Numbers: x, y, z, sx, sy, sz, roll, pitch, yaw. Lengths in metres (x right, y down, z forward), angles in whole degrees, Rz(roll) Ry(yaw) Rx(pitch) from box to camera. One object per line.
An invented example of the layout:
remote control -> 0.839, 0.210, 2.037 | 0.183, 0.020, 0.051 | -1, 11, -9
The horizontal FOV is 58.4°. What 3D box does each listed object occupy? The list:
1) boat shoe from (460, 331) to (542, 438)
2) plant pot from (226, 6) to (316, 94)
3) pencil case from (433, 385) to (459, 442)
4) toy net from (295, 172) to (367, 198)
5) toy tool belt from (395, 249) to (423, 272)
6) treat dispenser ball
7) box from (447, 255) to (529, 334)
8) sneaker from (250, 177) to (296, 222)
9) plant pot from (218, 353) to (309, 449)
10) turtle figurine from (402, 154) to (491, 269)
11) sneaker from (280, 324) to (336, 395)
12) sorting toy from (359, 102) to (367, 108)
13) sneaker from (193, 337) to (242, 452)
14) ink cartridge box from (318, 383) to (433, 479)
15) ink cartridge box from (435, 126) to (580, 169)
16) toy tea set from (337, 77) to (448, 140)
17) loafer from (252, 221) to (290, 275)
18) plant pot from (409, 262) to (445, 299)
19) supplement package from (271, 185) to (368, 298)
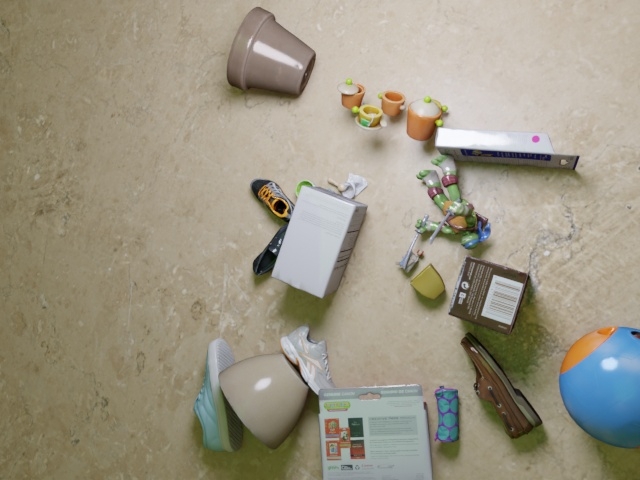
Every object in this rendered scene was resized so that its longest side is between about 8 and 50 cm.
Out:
boat shoe -> 0.473, 0.403, 1.584 | 0.104, 0.110, 0.307 | -39, 74, 12
plant pot -> -0.144, -0.581, 1.847 | 0.229, 0.263, 0.263 | 23, 94, 2
pencil case -> 0.361, 0.499, 1.642 | 0.070, 0.064, 0.152 | -1, 84, 4
toy net -> 0.037, -0.148, 1.827 | 0.232, 0.045, 0.122 | -11, 82, 19
toy tool belt -> 0.267, 0.052, 1.722 | 0.051, 0.052, 0.083 | 37, 98, 11
treat dispenser ball -> 0.736, 0.355, 1.395 | 0.288, 0.288, 0.289 | -2, 85, 20
box -> 0.462, 0.147, 1.560 | 0.166, 0.203, 0.169 | 17, 91, 21
sneaker -> -0.154, -0.137, 1.878 | 0.215, 0.083, 0.084 | 39, 100, 20
plant pot -> -0.147, 0.457, 1.741 | 0.191, 0.284, 0.284 | -38, 73, -4
turtle figurine -> 0.331, -0.092, 1.626 | 0.274, 0.198, 0.267 | -16, 72, 5
sneaker -> -0.009, 0.378, 1.777 | 0.121, 0.099, 0.262 | -40, 78, 2
sorting toy -> 0.142, -0.404, 1.793 | 0.044, 0.075, 0.083 | -37, 75, 14
sneaker -> -0.358, 0.509, 1.872 | 0.150, 0.135, 0.366 | -9, 82, 16
ink cartridge box -> 0.159, 0.550, 1.656 | 0.309, 0.130, 0.272 | -5, 84, 10
ink cartridge box -> 0.516, -0.253, 1.588 | 0.370, 0.175, 0.069 | 10, 88, 21
toy tea set -> 0.209, -0.404, 1.662 | 0.335, 0.200, 0.124 | 11, 133, 3
loafer -> -0.136, 0.029, 1.850 | 0.076, 0.078, 0.223 | 40, 104, -17
plant pot -> 0.322, 0.126, 1.683 | 0.081, 0.081, 0.083 | -45, 85, 12
supplement package -> 0.000, 0.000, 1.738 | 0.177, 0.175, 0.293 | 23, 100, 15
